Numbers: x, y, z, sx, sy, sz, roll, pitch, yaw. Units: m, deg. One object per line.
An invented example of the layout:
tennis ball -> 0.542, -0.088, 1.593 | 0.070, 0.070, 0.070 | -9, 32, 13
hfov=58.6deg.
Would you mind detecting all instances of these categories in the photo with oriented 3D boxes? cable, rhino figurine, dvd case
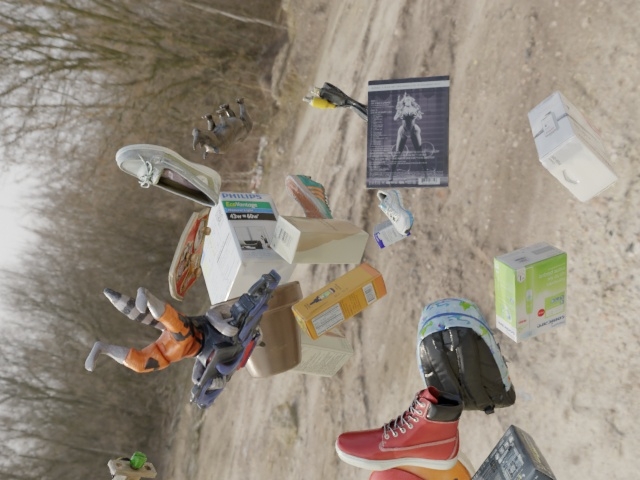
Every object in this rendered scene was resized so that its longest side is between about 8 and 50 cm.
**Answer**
cable -> 0.086, -0.468, 1.977 | 0.139, 0.287, 0.072 | -61, -5, -52
rhino figurine -> -0.249, -0.277, 1.444 | 0.243, 0.073, 0.106 | -52, -54, -51
dvd case -> 0.174, -0.214, 1.140 | 0.018, 0.165, 0.221 | 4, -93, -74

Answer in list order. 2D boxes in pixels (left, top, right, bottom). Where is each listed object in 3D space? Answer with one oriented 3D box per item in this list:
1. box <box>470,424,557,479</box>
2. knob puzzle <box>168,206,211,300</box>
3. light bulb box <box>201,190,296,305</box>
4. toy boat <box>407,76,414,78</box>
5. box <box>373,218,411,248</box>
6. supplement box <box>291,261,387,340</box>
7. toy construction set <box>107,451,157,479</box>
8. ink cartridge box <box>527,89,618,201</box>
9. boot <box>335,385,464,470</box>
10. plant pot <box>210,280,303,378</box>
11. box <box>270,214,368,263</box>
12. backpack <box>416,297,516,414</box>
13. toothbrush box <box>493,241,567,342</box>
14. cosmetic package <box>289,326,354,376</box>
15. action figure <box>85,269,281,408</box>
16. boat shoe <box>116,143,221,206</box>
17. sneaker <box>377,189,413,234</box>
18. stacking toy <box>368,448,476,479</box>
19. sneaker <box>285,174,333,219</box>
box -> 0.384, 0.532, 1.204 | 0.232, 0.059, 0.183 | -59, 0, 10
knob puzzle -> -0.258, 0.037, 1.146 | 0.213, 0.030, 0.213 | 15, -90, -88
light bulb box -> -0.290, 0.062, 2.158 | 0.358, 0.225, 0.361 | -62, 39, 39
toy boat -> 0.321, -0.431, 1.936 | 0.148, 0.318, 0.267 | -1, 64, 34
box -> 0.288, -0.040, 2.289 | 0.137, 0.072, 0.126 | -27, 12, 14
supplement box -> 0.049, 0.151, 1.435 | 0.078, 0.233, 0.080 | 39, 152, 53
toy construction set -> -0.439, 0.665, 1.378 | 0.237, 0.309, 0.257 | -59, 19, -5
ink cartridge box -> 0.723, -0.275, 1.645 | 0.117, 0.207, 0.283 | -41, 22, 35
boot -> 0.151, 0.354, 1.108 | 0.088, 0.244, 0.176 | -88, -3, -64
plant pot -> -0.156, 0.255, 1.601 | 0.263, 0.263, 0.229 | 162, 93, -75
box -> 0.000, 0.000, 1.980 | 0.148, 0.311, 0.121 | 36, 116, 44
backpack -> 0.429, 0.353, 1.786 | 0.290, 0.355, 0.273 | -13, 43, 25
toothbrush box -> 0.712, 0.173, 1.931 | 0.122, 0.206, 0.283 | -133, 31, -61
cosmetic package -> -0.045, 0.382, 2.035 | 0.153, 0.296, 0.129 | -49, 46, 21
action figure -> -0.231, 0.152, 1.104 | 0.341, 0.330, 0.178 | -55, 47, 15
boat shoe -> -0.444, -0.190, 1.689 | 0.118, 0.320, 0.103 | -39, 43, 39
sneaker -> 0.222, -0.089, 1.766 | 0.071, 0.083, 0.190 | -61, 33, 34
stacking toy -> 0.242, 0.837, 1.703 | 0.480, 0.351, 0.350 | -55, -3, -40
sneaker -> -0.013, -0.155, 2.195 | 0.302, 0.121, 0.108 | 54, 142, 30
